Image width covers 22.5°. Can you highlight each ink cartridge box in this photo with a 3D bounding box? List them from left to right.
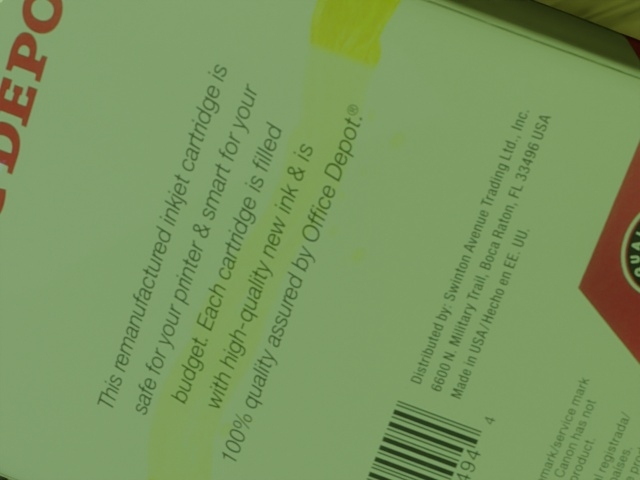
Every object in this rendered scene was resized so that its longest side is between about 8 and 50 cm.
[{"bbox_3d":[0.000,0.000,0.766,0.385,0.160,0.279,21,107,0],"label":"ink cartridge box"}]

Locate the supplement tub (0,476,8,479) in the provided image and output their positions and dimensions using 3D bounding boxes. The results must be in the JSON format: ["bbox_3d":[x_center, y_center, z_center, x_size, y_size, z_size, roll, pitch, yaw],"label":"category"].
[{"bbox_3d":[-0.146,0.308,0.875,0.316,0.228,0.228,49,119,3],"label":"supplement tub"}]
